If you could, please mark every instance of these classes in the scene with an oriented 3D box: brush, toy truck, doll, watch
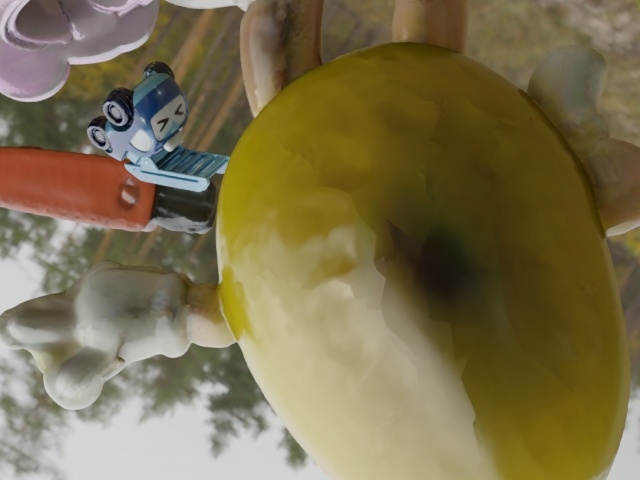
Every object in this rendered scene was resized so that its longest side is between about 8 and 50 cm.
[{"bbox_3d":[-0.258,-0.057,1.276,0.323,0.070,0.051,10,180,4],"label":"brush"},{"bbox_3d":[-0.105,-0.068,0.890,0.090,0.056,0.073,44,142,-1],"label":"toy truck"},{"bbox_3d":[0.016,-0.033,0.731,0.348,0.423,0.161,13,163,15],"label":"doll"},{"bbox_3d":[-0.300,-0.296,1.452,0.217,0.248,0.211,79,170,-78],"label":"watch"}]
